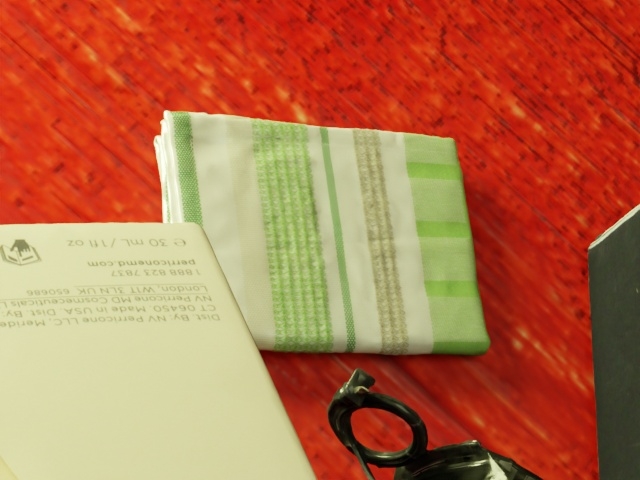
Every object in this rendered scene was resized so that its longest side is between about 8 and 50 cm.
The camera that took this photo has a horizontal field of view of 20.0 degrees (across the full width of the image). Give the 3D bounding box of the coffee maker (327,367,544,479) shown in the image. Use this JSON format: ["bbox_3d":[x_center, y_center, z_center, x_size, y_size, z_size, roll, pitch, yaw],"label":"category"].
[{"bbox_3d":[0.032,0.178,0.695,0.171,0.120,0.178,31,56,7],"label":"coffee maker"}]

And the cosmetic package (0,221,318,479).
[{"bbox_3d":[-0.059,0.148,0.567,0.113,0.160,0.309,-1,38,-23],"label":"cosmetic package"}]

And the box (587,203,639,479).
[{"bbox_3d":[0.300,0.145,0.784,0.312,0.179,0.343,11,62,-20],"label":"box"}]

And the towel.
[{"bbox_3d":[0.000,0.000,0.821,0.152,0.023,0.113,5,66,-24],"label":"towel"}]
